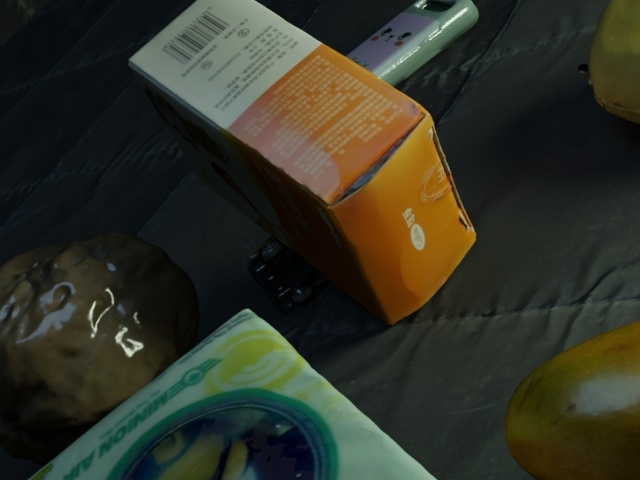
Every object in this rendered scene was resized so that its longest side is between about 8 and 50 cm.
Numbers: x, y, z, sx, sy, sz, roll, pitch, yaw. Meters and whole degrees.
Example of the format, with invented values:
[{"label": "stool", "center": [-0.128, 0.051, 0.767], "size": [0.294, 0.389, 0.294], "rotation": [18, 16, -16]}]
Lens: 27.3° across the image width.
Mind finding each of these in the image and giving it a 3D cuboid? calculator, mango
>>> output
[{"label": "calculator", "center": [0.120, -0.280, 1.883], "size": [0.246, 0.045, 0.141], "rotation": [-38, 25, -8]}, {"label": "mango", "center": [0.255, 0.113, 0.949], "size": [0.253, 0.113, 0.138], "rotation": [-22, 23, 11]}]

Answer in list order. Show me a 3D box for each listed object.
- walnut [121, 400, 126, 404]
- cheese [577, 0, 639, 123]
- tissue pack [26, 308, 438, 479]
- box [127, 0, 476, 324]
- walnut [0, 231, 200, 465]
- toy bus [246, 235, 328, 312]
[{"label": "walnut", "center": [-0.164, 0.209, 1.302], "size": [0.207, 0.116, 0.116], "rotation": [-34, 25, 0]}, {"label": "cheese", "center": [0.404, -0.213, 1.317], "size": [0.315, 0.128, 0.260], "rotation": [-11, 36, 45]}, {"label": "tissue pack", "center": [-0.048, 0.251, 0.941], "size": [0.287, 0.162, 0.388], "rotation": [-39, 38, -12]}, {"label": "box", "center": [-0.017, -0.092, 1.368], "size": [0.143, 0.225, 0.341], "rotation": [-43, 53, -11]}, {"label": "walnut", "center": [-0.259, 0.115, 1.437], "size": [0.227, 0.273, 0.273], "rotation": [24, 52, 12]}, {"label": "toy bus", "center": [0.000, 0.000, 1.507], "size": [0.174, 0.079, 0.077], "rotation": [-36, 17, -2]}]
